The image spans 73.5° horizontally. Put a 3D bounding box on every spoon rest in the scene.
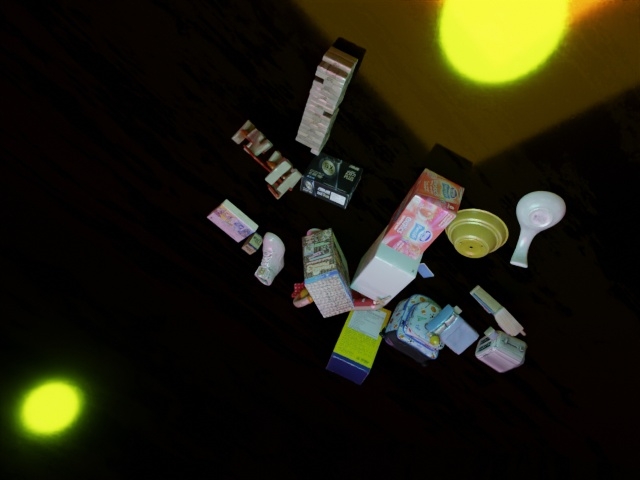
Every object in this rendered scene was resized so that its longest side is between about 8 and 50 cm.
[{"bbox_3d":[0.686,-0.043,1.388,0.137,0.084,0.276,16,130,15],"label":"spoon rest"}]

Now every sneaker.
[{"bbox_3d":[-0.257,0.107,2.136,0.108,0.169,0.292,18,143,18],"label":"sneaker"}]

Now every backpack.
[{"bbox_3d":[0.438,0.375,1.915,0.276,0.263,0.213,36,139,-14],"label":"backpack"}]

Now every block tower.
[{"bbox_3d":[0.010,-0.424,1.343,0.097,0.091,0.335,28,145,3],"label":"block tower"}]

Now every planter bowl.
[{"bbox_3d":[0.539,-0.003,1.512,0.217,0.090,0.217,19,144,14],"label":"planter bowl"}]

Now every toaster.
[{"bbox_3d":[0.808,0.502,1.940,0.146,0.129,0.227,30,148,4],"label":"toaster"}]

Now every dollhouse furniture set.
[{"bbox_3d":[0.632,0.391,1.721,0.303,0.198,0.286,-44,110,8],"label":"dollhouse furniture set"},{"bbox_3d":[-0.186,-0.262,1.548,0.262,0.135,0.259,50,-173,31],"label":"dollhouse furniture set"}]

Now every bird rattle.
[{"bbox_3d":[-0.067,0.262,2.188,0.253,0.207,0.143,-16,108,34],"label":"bird rattle"}]

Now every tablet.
[{"bbox_3d":[0.439,0.127,1.820,0.054,0.006,0.083,-16,125,46],"label":"tablet"}]

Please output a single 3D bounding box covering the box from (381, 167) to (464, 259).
[{"bbox_3d":[0.350,-0.082,1.496,0.154,0.142,0.300,27,145,0],"label":"box"}]

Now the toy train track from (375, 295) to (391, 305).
[{"bbox_3d":[0.263,0.244,1.780,0.048,0.014,0.083,43,137,-13],"label":"toy train track"}]

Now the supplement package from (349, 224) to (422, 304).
[{"bbox_3d":[0.271,0.107,1.760,0.177,0.175,0.293,28,146,-1],"label":"supplement package"}]

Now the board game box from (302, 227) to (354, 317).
[{"bbox_3d":[0.031,0.137,1.843,0.141,0.291,0.232,-18,130,10],"label":"board game box"}]

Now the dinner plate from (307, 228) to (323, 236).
[{"bbox_3d":[0.000,0.000,1.955,0.141,0.017,0.141,19,146,14],"label":"dinner plate"}]

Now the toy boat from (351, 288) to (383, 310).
[{"bbox_3d":[0.211,0.246,2.042,0.231,0.151,0.151,-9,100,41],"label":"toy boat"}]

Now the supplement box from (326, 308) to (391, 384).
[{"bbox_3d":[0.193,0.501,2.157,0.194,0.356,0.195,24,145,8],"label":"supplement box"}]

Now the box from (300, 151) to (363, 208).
[{"bbox_3d":[0.040,-0.218,1.534,0.180,0.147,0.077,24,145,8],"label":"box"}]

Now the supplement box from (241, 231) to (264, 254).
[{"bbox_3d":[-0.339,0.015,2.148,0.056,0.083,0.083,40,143,-18],"label":"supplement box"}]

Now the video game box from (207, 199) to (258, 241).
[{"bbox_3d":[-0.433,-0.093,2.108,0.205,0.048,0.187,42,145,-19],"label":"video game box"}]
